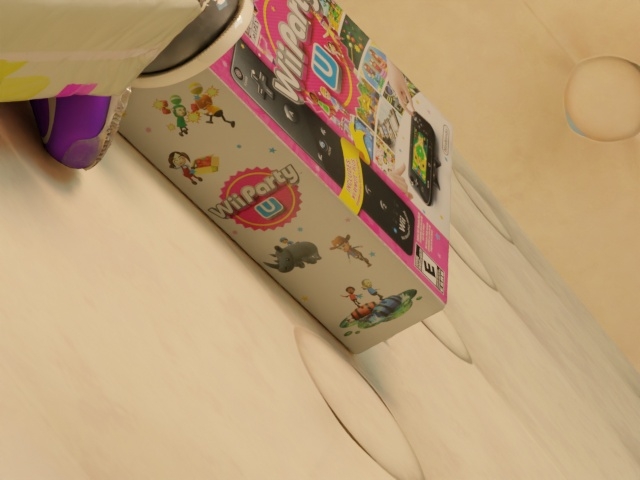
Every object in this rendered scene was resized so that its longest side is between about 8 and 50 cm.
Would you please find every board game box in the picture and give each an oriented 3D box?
[{"bbox_3d":[-0.023,-0.093,1.368,0.303,0.097,0.224,43,33,-29],"label":"board game box"}]

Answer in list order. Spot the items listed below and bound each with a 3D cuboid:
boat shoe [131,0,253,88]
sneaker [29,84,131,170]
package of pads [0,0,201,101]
[{"bbox_3d":[-0.156,-0.203,1.241,0.099,0.116,0.319,51,-5,-38],"label":"boat shoe"},{"bbox_3d":[-0.204,-0.176,1.102,0.146,0.102,0.293,0,64,-24],"label":"sneaker"},{"bbox_3d":[-0.218,-0.181,0.907,0.229,0.101,0.296,52,22,10],"label":"package of pads"}]
